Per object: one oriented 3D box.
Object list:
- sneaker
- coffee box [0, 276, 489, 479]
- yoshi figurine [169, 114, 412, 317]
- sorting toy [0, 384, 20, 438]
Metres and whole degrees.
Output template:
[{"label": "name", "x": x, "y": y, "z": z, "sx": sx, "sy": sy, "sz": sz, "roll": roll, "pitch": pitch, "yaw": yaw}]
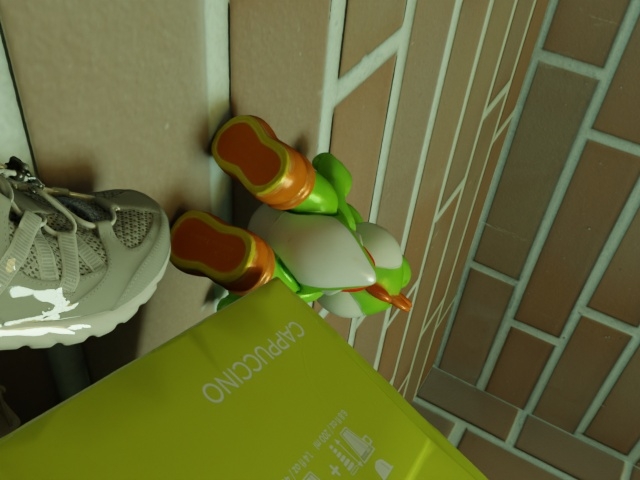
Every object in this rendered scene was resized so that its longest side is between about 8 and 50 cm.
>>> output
[{"label": "sneaker", "x": -0.177, "y": -0.003, "z": 0.380, "sx": 0.281, "sy": 0.105, "sz": 0.115, "roll": -24, "pitch": 136, "yaw": -62}, {"label": "coffee box", "x": -0.078, "y": 0.286, "z": 0.497, "sx": 0.334, "sy": 0.338, "sz": 0.338, "roll": -50, "pitch": 170, "yaw": 27}, {"label": "yoshi figurine", "x": -0.024, "y": -0.004, "z": 0.775, "sx": 0.362, "sy": 0.204, "sz": 0.203, "roll": 29, "pitch": 45, "yaw": -57}, {"label": "sorting toy", "x": -0.245, "y": 0.108, "z": 0.440, "sx": 0.075, "sy": 0.045, "sz": 0.083, "roll": -38, "pitch": 149, "yaw": -40}]
